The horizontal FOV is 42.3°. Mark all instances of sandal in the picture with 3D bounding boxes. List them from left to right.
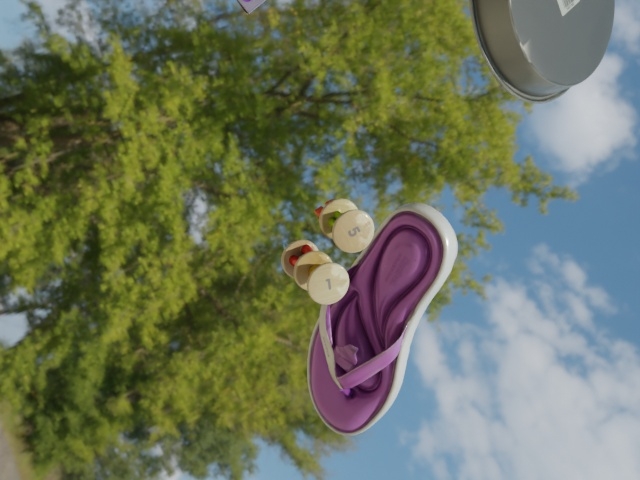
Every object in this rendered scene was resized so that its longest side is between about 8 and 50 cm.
[{"bbox_3d":[0.061,0.125,1.240,0.169,0.102,0.416,34,-61,26],"label":"sandal"}]

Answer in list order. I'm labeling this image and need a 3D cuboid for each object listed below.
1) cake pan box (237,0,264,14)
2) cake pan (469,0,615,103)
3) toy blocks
[{"bbox_3d":[-0.080,-0.630,1.832,0.070,0.245,0.267,50,19,-24],"label":"cake pan box"},{"bbox_3d":[0.325,-0.343,1.170,0.054,0.293,0.293,6,-63,50],"label":"cake pan"},{"bbox_3d":[0.000,0.000,1.029,0.123,0.054,0.148,-64,-154,6],"label":"toy blocks"}]
